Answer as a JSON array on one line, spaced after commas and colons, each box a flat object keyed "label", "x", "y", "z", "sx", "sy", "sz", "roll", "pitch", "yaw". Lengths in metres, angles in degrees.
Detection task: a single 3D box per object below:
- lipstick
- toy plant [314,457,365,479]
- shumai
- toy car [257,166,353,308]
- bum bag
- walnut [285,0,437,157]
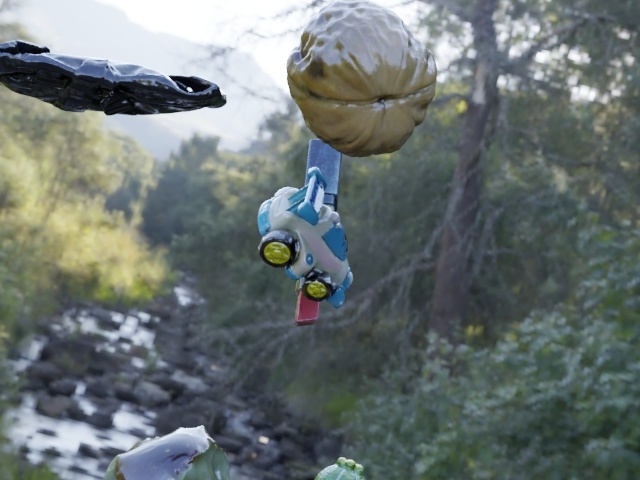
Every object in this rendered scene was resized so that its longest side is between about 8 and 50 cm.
[{"label": "lipstick", "x": -0.004, "y": -0.008, "z": 1.527, "sx": 0.051, "sy": 0.312, "sz": 0.051, "roll": 5, "pitch": -36, "yaw": 1}, {"label": "toy plant", "x": 0.018, "y": 0.409, "z": 1.648, "sx": 0.092, "sy": 0.162, "sz": 0.093, "roll": 20, "pitch": -10, "yaw": 4}, {"label": "shumai", "x": -0.204, "y": 0.402, "z": 1.565, "sx": 0.309, "sy": 0.264, "sz": 0.304, "roll": -8, "pitch": -5, "yaw": -11}, {"label": "toy car", "x": 0.000, "y": 0.000, "z": 1.380, "sx": 0.161, "sy": 0.098, "sz": 0.126, "roll": 45, "pitch": 30, "yaw": -19}, {"label": "bum bag", "x": -0.268, "y": -0.190, "z": 1.336, "sx": 0.310, "sy": 0.074, "sz": 0.137, "roll": 9, "pitch": -3, "yaw": -16}, {"label": "walnut", "x": 0.040, "y": -0.172, "z": 1.141, "sx": 0.155, "sy": 0.155, "sz": 0.184, "roll": 18, "pitch": 21, "yaw": -28}]
